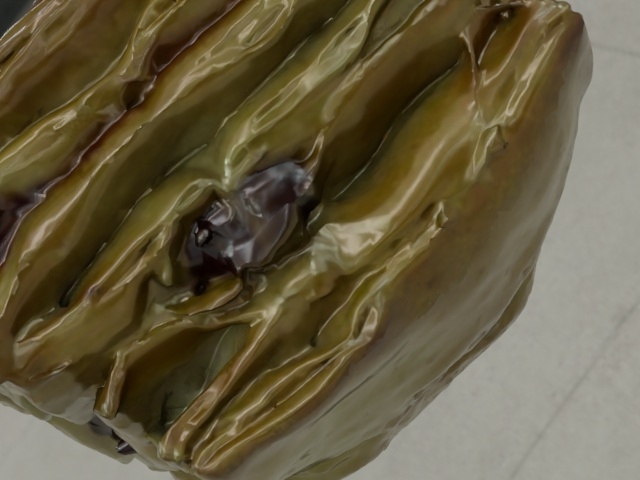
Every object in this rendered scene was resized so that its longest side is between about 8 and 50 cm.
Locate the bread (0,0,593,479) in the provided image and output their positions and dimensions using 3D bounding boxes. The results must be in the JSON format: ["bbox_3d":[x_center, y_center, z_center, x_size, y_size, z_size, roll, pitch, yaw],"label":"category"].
[{"bbox_3d":[0.000,0.000,0.649,0.191,0.370,0.314,38,84,26],"label":"bread"}]
